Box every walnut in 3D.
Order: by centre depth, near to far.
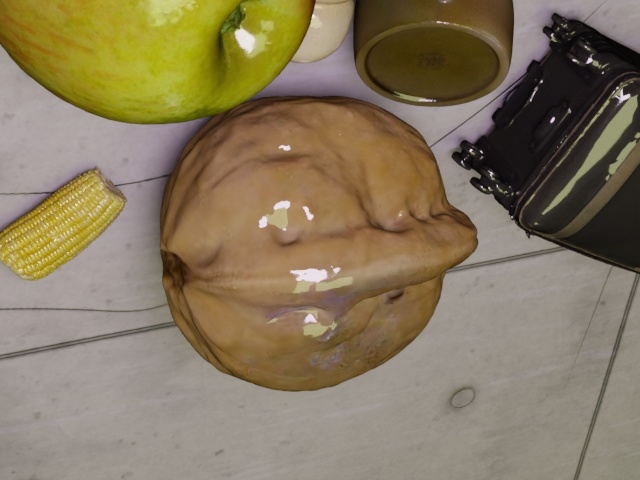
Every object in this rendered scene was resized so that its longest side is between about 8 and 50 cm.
[{"bbox_3d":[-0.012,-0.005,1.389,0.383,0.384,0.384,-13,132,-15],"label":"walnut"}]

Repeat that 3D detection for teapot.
[{"bbox_3d":[0.132,-0.279,1.327,0.185,0.175,0.268,3,156,-2],"label":"teapot"}]

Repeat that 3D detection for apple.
[{"bbox_3d":[-0.164,-0.275,1.079,0.339,0.340,0.340,-13,132,-15],"label":"apple"}]

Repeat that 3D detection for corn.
[{"bbox_3d":[-0.319,-0.019,1.409,0.165,0.063,0.085,-39,109,6],"label":"corn"}]

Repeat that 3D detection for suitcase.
[{"bbox_3d":[0.426,-0.116,1.589,0.433,0.194,0.283,17,119,-36],"label":"suitcase"}]

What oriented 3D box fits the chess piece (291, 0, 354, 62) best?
[{"bbox_3d":[-0.002,-0.333,1.241,0.167,0.167,0.300,0,133,-25],"label":"chess piece"}]
